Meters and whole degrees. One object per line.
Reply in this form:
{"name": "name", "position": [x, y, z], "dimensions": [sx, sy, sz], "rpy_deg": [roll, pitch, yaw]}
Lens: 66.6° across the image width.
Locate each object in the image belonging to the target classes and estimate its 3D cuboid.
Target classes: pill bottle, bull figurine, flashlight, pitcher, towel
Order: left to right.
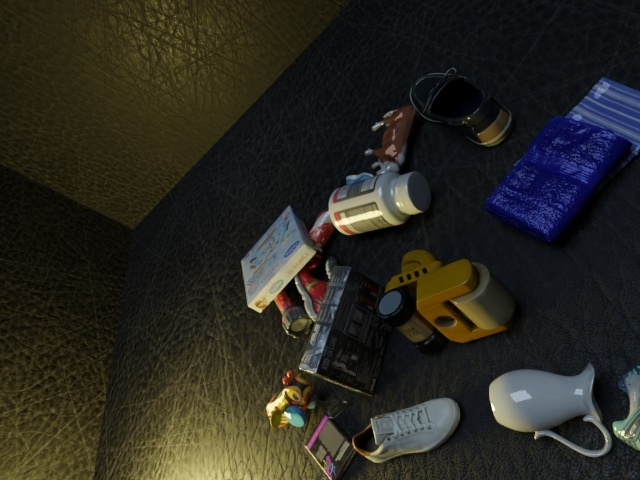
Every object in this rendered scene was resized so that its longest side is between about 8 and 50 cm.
{"name": "flashlight", "position": [-0.128, 0.228, 1.788], "dimensions": [0.103, 0.103, 0.304], "rpy_deg": [-52, 37, 10]}
{"name": "pill bottle", "position": [0.195, -0.127, 1.614], "dimensions": [0.319, 0.176, 0.176], "rpy_deg": [-12, 55, 45]}
{"name": "bull figurine", "position": [0.257, -0.346, 1.770], "dimensions": [0.189, 0.101, 0.310], "rpy_deg": [5, 68, 53]}
{"name": "pitcher", "position": [0.469, 0.352, 1.000], "dimensions": [0.207, 0.126, 0.177], "rpy_deg": [-16, 67, 28]}
{"name": "towel", "position": [0.578, -0.162, 1.221], "dimensions": [0.308, 0.076, 0.228], "rpy_deg": [-54, 39, 3]}
{"name": "towel", "position": [0.689, -0.254, 1.250], "dimensions": [0.336, 0.040, 0.243], "rpy_deg": [-48, 38, 13]}

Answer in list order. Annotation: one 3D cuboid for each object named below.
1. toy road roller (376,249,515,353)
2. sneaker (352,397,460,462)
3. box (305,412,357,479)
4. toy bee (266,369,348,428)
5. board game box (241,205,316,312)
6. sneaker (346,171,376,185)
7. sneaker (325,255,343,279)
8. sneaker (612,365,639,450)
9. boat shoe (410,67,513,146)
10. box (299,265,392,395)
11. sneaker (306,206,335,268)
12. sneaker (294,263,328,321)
{"name": "toy road roller", "position": [0.318, 0.125, 1.272], "dimensions": [0.330, 0.202, 0.240], "rpy_deg": [-26, 35, 37]}
{"name": "sneaker", "position": [0.205, 0.470, 1.205], "dimensions": [0.290, 0.123, 0.105], "rpy_deg": [-38, 38, 22]}
{"name": "box", "position": [0.031, 0.592, 1.395], "dimensions": [0.116, 0.029, 0.162], "rpy_deg": [-59, 35, -1]}
{"name": "toy bee", "position": [-0.073, 0.469, 1.489], "dimensions": [0.298, 0.162, 0.195], "rpy_deg": [-34, 8, 19]}
{"name": "board game box", "position": [-0.170, 0.062, 1.848], "dimensions": [0.318, 0.066, 0.318], "rpy_deg": [-47, 29, 15]}
{"name": "sneaker", "position": [0.161, -0.211, 1.832], "dimensions": [0.162, 0.064, 0.073], "rpy_deg": [-4, 78, 53]}
{"name": "sneaker", "position": [0.090, 0.130, 1.635], "dimensions": [0.106, 0.078, 0.234], "rpy_deg": [-38, 44, 20]}
{"name": "sneaker", "position": [0.620, 0.253, 0.895], "dimensions": [0.122, 0.110, 0.282], "rpy_deg": [10, 71, 55]}
{"name": "boat shoe", "position": [0.433, -0.469, 1.613], "dimensions": [0.186, 0.156, 0.500], "rpy_deg": [-49, 35, 14]}
{"name": "box", "position": [0.094, 0.259, 1.389], "dimensions": [0.077, 0.243, 0.307], "rpy_deg": [-1, 64, 49]}
{"name": "sneaker", "position": [0.000, 0.001, 1.822], "dimensions": [0.270, 0.090, 0.144], "rpy_deg": [-42, 39, 26]}
{"name": "sneaker", "position": [-0.005, 0.175, 1.711], "dimensions": [0.118, 0.107, 0.279], "rpy_deg": [-34, 46, 7]}
